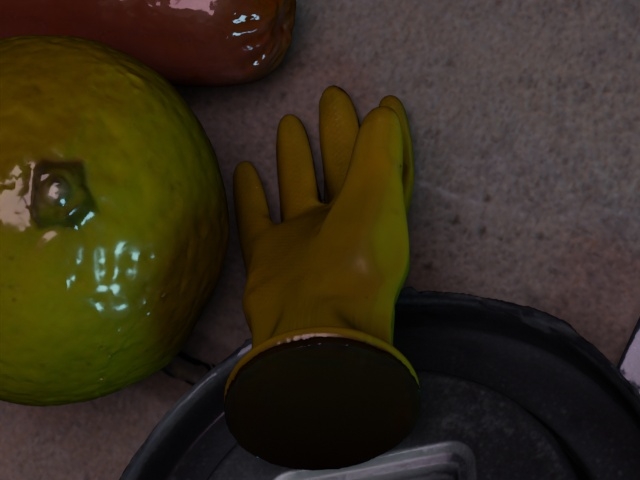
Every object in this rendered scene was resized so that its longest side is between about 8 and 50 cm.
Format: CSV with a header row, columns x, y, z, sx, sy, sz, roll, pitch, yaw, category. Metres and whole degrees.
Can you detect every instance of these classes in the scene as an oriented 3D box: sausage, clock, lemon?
x,y,z,sx,sy,sz,roll,pitch,yaw,category
-0.145,-0.168,1.195,0.259,0.113,0.114,5,83,17,sausage
0.041,0.209,1.029,0.386,0.076,0.386,-12,52,16,clock
-0.183,-0.012,1.105,0.267,0.267,0.267,-2,81,13,lemon

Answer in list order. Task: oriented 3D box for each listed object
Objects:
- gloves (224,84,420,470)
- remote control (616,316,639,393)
x,y,z,sx,sy,sz,roll,pitch,yaw,category
-0.001,0.000,1.097,0.133,0.116,0.294,-9,43,8,gloves
0.364,0.154,1.059,0.377,0.044,0.107,25,92,16,remote control
